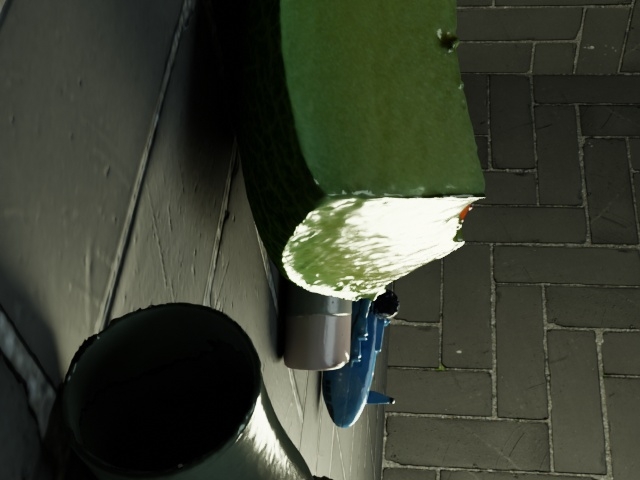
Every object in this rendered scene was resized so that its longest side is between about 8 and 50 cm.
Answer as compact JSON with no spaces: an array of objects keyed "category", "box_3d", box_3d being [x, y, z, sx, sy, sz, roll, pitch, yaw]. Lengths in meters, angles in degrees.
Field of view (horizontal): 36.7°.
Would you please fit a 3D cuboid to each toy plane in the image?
[{"category":"toy plane","box_3d":[0.053,0.128,1.360,0.254,0.105,0.271,115,-24,-70]}]

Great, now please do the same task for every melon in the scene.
[{"category":"melon","box_3d":[0.036,-0.151,0.767,0.331,0.226,0.344,38,39,-66]}]

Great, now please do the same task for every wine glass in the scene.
[{"category":"wine glass","box_3d":[-0.052,0.132,0.491,0.231,0.103,0.103,78,15,-48]}]

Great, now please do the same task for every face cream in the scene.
[{"category":"face cream","box_3d":[0.000,0.000,1.012,0.107,0.073,0.269,11,81,-75]}]

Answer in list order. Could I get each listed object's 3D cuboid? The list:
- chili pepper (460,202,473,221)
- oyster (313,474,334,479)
[{"category":"chili pepper","box_3d":[0.155,-0.081,1.609,0.251,0.229,0.305,-54,180,12]},{"category":"oyster","box_3d":[-0.026,0.273,0.753,0.275,0.100,0.271,90,21,-46]}]
